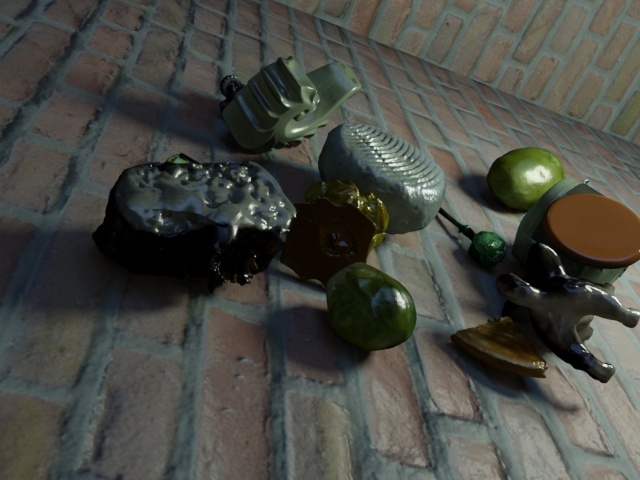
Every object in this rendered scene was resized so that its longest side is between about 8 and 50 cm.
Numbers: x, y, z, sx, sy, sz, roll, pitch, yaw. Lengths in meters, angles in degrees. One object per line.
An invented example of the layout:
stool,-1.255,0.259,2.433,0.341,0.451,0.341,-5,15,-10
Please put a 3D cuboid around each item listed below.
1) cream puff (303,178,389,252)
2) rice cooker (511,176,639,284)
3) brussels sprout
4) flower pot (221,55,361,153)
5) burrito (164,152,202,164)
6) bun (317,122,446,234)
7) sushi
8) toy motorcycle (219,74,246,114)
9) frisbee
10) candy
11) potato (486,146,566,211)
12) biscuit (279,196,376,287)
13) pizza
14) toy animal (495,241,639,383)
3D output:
cream puff,0.047,-0.044,1.591,0.221,0.194,0.194,6,33,-27
rice cooker,0.672,-0.003,1.932,0.277,0.288,0.288,39,30,29
brussels sprout,0.095,0.129,1.371,0.161,0.144,0.180,-18,53,-6
flower pot,-0.069,-0.361,1.941,0.164,0.254,0.367,56,33,11
burrito,-0.233,-0.109,1.595,0.288,0.054,0.104,30,28,8
bun,0.141,-0.148,1.822,0.354,0.194,0.354,22,29,-13
sushi,-0.214,-0.013,1.299,0.348,0.207,0.234,1,48,-29
toy motorcycle,-0.204,-0.381,2.053,0.212,0.118,0.084,18,6,-40
frisbee,0.664,-0.029,1.758,0.251,0.021,0.251,1,46,-1
candy,0.386,-0.033,1.968,0.097,0.097,0.323,6,26,-32
potato,0.660,-0.199,2.334,0.304,0.216,0.216,-1,38,-45
biscuit,-0.001,0.000,1.486,0.215,0.182,0.034,15,-1,-11
pizza,0.386,0.224,1.528,0.201,0.053,0.193,23,27,21
toy animal,0.524,0.131,1.637,0.303,0.194,0.344,27,11,3
